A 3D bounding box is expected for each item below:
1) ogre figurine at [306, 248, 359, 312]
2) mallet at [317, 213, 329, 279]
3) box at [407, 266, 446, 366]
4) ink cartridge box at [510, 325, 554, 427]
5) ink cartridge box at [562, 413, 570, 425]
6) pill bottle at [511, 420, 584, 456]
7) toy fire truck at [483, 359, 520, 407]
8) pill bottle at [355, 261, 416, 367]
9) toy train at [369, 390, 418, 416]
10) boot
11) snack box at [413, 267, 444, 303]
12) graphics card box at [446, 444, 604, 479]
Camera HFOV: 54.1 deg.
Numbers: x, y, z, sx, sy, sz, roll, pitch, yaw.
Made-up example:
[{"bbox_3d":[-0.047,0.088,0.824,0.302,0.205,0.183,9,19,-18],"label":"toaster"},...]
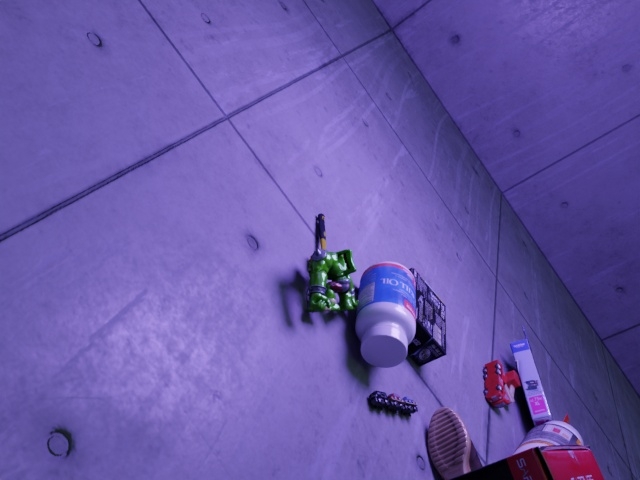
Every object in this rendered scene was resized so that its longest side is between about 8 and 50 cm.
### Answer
[{"bbox_3d":[0.026,0.079,1.211,0.197,0.097,0.118,5,79,-46],"label":"ogre figurine"},{"bbox_3d":[0.000,0.000,1.338,0.062,0.039,0.189,40,27,-38],"label":"mallet"},{"bbox_3d":[0.225,0.178,1.480,0.147,0.078,0.180,48,28,-20],"label":"box"},{"bbox_3d":[0.640,0.435,1.890,0.311,0.065,0.185,-90,157,-43],"label":"ink cartridge box"},{"bbox_3d":[0.767,0.653,1.859,0.189,0.066,0.232,-6,90,-61],"label":"ink cartridge box"},{"bbox_3d":[0.587,0.561,1.599,0.278,0.162,0.162,-3,64,-60],"label":"pill bottle"},{"bbox_3d":[0.511,0.411,1.757,0.135,0.047,0.192,51,28,-17],"label":"toy fire truck"},{"bbox_3d":[0.137,0.154,1.302,0.124,0.124,0.221,46,29,-23],"label":"pill bottle"},{"bbox_3d":[0.147,0.324,1.251,0.158,0.027,0.036,27,29,-45],"label":"toy train"},{"bbox_3d":[0.311,0.493,1.320,0.207,0.090,0.248,46,25,-49],"label":"boot"},{"bbox_3d":[0.269,0.153,1.626,0.141,0.037,0.100,49,29,-19],"label":"snack box"},{"bbox_3d":[0.187,0.387,0.863,0.233,0.371,0.094,23,43,-51],"label":"graphics card box"}]
